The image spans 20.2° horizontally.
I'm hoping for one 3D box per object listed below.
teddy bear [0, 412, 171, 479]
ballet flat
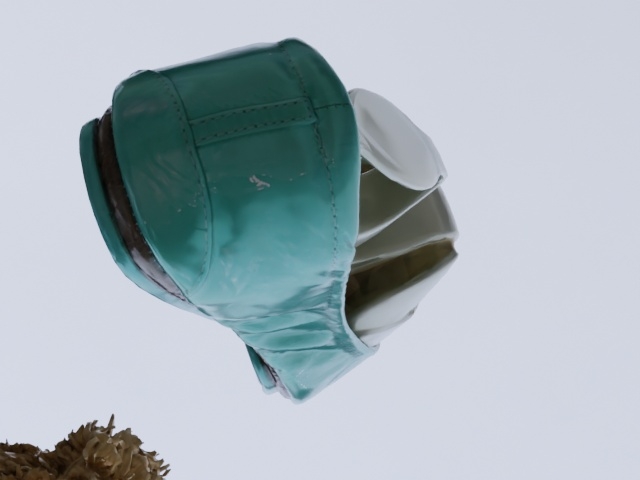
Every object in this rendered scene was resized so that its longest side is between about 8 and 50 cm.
[{"bbox_3d":[-0.232,0.135,0.777,0.338,0.245,0.113,34,180,-22],"label":"teddy bear"},{"bbox_3d":[0.000,0.000,0.555,0.087,0.247,0.083,-16,-103,5],"label":"ballet flat"}]
